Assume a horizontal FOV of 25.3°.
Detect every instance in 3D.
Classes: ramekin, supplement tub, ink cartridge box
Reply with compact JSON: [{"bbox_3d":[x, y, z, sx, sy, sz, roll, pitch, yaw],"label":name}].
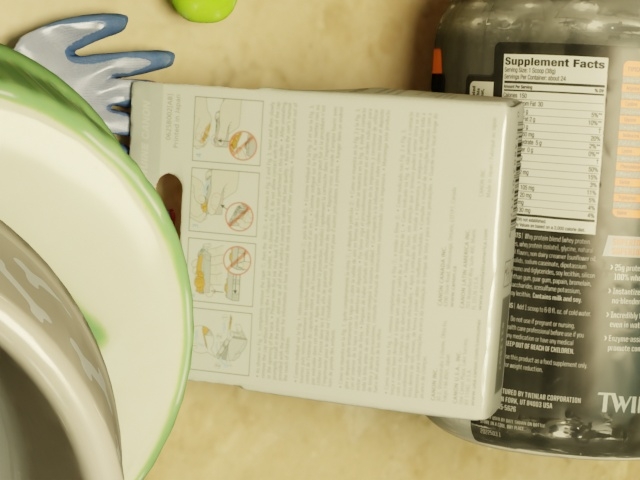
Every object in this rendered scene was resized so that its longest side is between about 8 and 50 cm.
[{"bbox_3d":[-0.213,0.041,0.747,0.303,0.148,0.304,-5,104,-23],"label":"ramekin"},{"bbox_3d":[0.172,-0.039,0.945,0.207,0.207,0.338,0,97,-30],"label":"supplement tub"},{"bbox_3d":[0.000,0.000,0.868,0.066,0.232,0.189,-16,111,-69],"label":"ink cartridge box"}]

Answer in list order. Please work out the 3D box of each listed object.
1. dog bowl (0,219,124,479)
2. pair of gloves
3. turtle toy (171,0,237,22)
[{"bbox_3d":[-0.243,0.133,0.616,0.348,0.102,0.349,-5,103,-22],"label":"dog bowl"},{"bbox_3d":[-0.159,-0.038,0.862,0.159,0.023,0.198,-3,101,-30],"label":"pair of gloves"},{"bbox_3d":[-0.087,-0.189,0.856,0.095,0.066,0.130,-36,114,-19],"label":"turtle toy"}]
